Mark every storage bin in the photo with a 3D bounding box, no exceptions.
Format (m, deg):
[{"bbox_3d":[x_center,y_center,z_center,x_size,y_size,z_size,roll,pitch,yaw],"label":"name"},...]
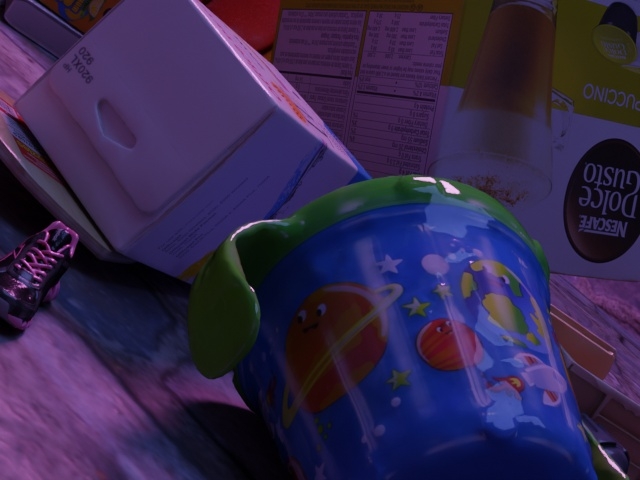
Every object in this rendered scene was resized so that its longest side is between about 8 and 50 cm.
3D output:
[{"bbox_3d":[0.289,0.181,1.500,0.260,0.123,0.262,32,11,-25],"label":"storage bin"}]

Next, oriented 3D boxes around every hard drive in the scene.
[{"bbox_3d":[-0.311,-0.274,1.684,0.203,0.040,0.307,34,11,-22],"label":"hard drive"}]

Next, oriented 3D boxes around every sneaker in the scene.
[{"bbox_3d":[-0.181,0.016,0.822,0.047,0.057,0.119,38,11,-7],"label":"sneaker"}]

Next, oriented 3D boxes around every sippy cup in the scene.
[{"bbox_3d":[0.068,0.112,0.847,0.305,0.240,0.224,-5,36,-11],"label":"sippy cup"}]

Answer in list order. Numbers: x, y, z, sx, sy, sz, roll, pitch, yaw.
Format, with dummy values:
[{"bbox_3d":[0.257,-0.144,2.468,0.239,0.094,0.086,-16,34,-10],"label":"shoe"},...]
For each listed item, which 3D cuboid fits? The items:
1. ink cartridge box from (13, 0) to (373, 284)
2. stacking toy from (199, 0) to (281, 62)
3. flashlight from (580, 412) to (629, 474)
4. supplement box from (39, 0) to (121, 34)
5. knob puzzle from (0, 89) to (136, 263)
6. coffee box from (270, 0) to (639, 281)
[{"bbox_3d":[-0.097,-0.077,1.082,0.171,0.168,0.232,50,8,23],"label":"ink cartridge box"},{"bbox_3d":[-0.047,-0.314,1.737,0.480,0.350,0.350,52,5,-20],"label":"stacking toy"},{"bbox_3d":[0.311,0.274,1.227,0.103,0.103,0.304,30,14,-32],"label":"flashlight"},{"bbox_3d":[-0.309,-0.318,1.553,0.233,0.078,0.080,34,11,-12],"label":"supplement box"},{"bbox_3d":[-0.209,-0.041,1.025,0.213,0.030,0.213,47,6,-6],"label":"knob puzzle"},{"bbox_3d":[0.162,-0.149,1.468,0.337,0.335,0.338,7,5,-35],"label":"coffee box"}]
